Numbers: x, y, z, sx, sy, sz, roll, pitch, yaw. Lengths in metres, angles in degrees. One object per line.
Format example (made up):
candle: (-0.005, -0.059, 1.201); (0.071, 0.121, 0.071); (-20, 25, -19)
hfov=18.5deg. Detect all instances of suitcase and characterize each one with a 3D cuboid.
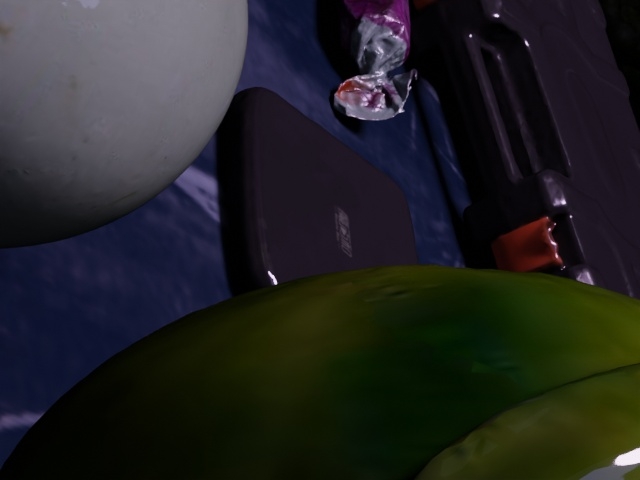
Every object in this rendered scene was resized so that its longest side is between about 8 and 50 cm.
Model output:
suitcase: (0.139, -0.050, 1.169); (0.206, 0.066, 0.285); (22, 47, -55)

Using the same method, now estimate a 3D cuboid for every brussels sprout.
brussels sprout: (0.067, 0.174, 0.494); (0.361, 0.342, 0.425); (57, 14, -27)

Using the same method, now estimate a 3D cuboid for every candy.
candy: (0.027, -0.132, 1.071); (0.043, 0.045, 0.175); (85, 2, -46)

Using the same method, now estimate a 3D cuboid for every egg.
egg: (-0.106, -0.072, 0.640); (0.192, 0.149, 0.149); (-17, 80, -55)

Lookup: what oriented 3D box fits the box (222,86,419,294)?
box: (0.000, 0.000, 0.915); (0.125, 0.027, 0.126); (34, 38, -40)

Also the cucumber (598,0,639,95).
cucumber: (0.234, -0.171, 1.428); (0.325, 0.105, 0.145); (-36, 124, -65)
